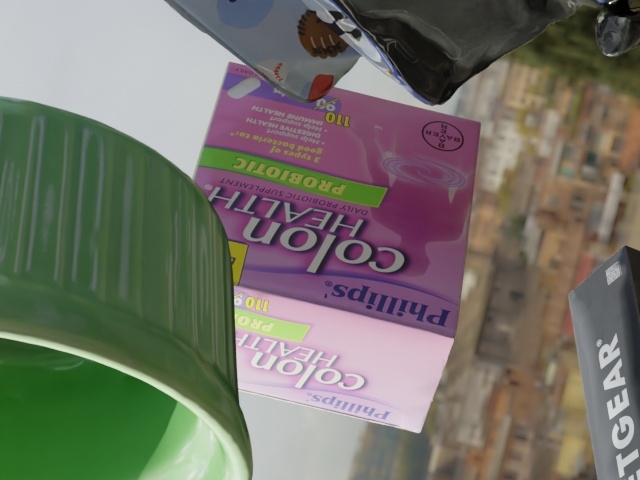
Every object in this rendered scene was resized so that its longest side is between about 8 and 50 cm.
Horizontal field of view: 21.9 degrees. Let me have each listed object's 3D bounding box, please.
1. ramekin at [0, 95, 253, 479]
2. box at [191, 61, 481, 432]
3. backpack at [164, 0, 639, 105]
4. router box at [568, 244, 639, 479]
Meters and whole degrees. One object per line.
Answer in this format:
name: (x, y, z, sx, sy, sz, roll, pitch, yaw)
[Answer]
ramekin: (-0.185, 0.056, 0.878, 0.303, 0.303, 0.148, 99, 173, -56)
box: (0.000, 0.000, 1.280, 0.117, 0.213, 0.243, 105, 178, -46)
backpack: (0.002, -0.213, 0.747, 0.276, 0.213, 0.263, 42, -144, -41)
router box: (0.333, 0.177, 1.320, 0.081, 0.242, 0.309, -47, 34, 40)
